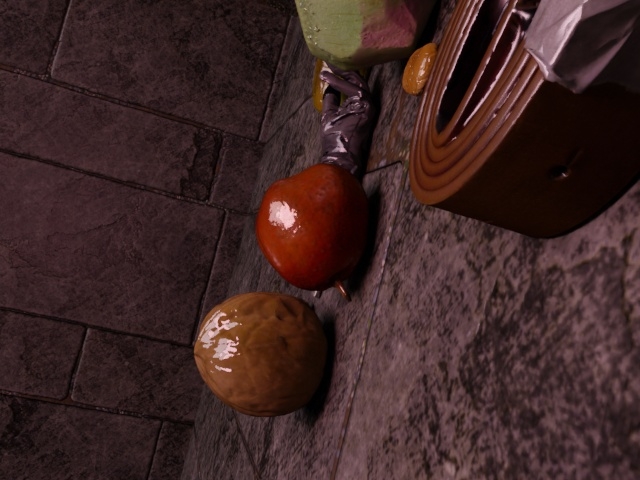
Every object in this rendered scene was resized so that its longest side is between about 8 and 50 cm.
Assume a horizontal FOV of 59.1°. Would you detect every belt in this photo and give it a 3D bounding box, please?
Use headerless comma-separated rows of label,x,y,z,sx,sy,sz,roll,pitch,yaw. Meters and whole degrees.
belt,0.181,-0.162,0.417,0.217,0.122,0.338,-93,23,-54

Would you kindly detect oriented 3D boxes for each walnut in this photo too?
walnut,-0.100,0.188,0.946,0.228,0.228,0.228,-165,90,-76

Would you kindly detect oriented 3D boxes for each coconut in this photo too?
coconut,0.078,-0.380,0.884,0.204,0.236,0.235,50,-129,-73

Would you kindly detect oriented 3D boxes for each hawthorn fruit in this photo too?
hawthorn fruit,0.000,0.000,0.898,0.225,0.197,0.196,68,148,26

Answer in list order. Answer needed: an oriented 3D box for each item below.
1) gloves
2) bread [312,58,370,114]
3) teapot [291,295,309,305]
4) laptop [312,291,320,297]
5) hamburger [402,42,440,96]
gloves,0.040,-0.229,1.053,0.142,0.119,0.285,-10,79,62
bread,0.064,-0.446,1.174,0.166,0.112,0.383,-117,43,-69
teapot,-0.059,0.149,1.134,0.110,0.085,0.080,-43,-27,-79
laptop,-0.001,-0.015,1.188,0.269,0.015,0.187,-115,42,-69
hamburger,0.146,-0.238,0.791,0.083,0.044,0.076,-161,85,-73
